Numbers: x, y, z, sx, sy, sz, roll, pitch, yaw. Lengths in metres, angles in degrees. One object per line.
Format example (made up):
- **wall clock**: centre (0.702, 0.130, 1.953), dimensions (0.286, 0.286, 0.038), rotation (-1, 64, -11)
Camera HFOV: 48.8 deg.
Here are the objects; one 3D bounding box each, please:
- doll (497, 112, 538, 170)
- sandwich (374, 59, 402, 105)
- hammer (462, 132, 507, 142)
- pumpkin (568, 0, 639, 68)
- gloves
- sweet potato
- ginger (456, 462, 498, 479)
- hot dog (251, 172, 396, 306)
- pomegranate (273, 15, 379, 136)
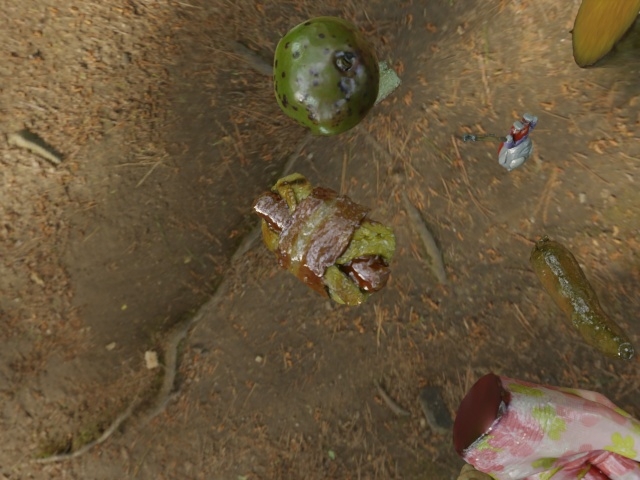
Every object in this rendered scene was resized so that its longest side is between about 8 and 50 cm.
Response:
- **doll**: centre (0.465, -0.225, 1.680), dimensions (0.102, 0.227, 0.075), rotation (-37, 66, -11)
- **sandwich**: centre (0.061, -0.327, 1.656), dimensions (0.258, 0.096, 0.094), rotation (-32, 99, 26)
- **hammer**: centre (0.313, -0.187, 1.298), dimensions (0.062, 0.182, 0.017), rotation (0, 100, -3)
- **pumpkin**: centre (0.215, -0.148, 0.313), dimensions (0.130, 0.254, 0.149), rotation (17, 64, 3)
- **gloves**: centre (0.261, 0.210, 0.681), dimensions (0.241, 0.126, 0.145), rotation (22, 103, -9)
- **sweet potato**: centre (0.425, 0.100, 1.161), dimensions (0.075, 0.273, 0.075), rotation (-10, 135, -10)
- **ginger**: centre (0.116, 0.236, 0.516), dimensions (0.069, 0.173, 0.051), rotation (46, 116, -1)
- **hot dog**: centre (0.000, 0.000, 0.947), dimensions (0.213, 0.103, 0.146), rotation (28, 120, 14)
- **pomegranate**: centre (0.015, -0.315, 1.436), dimensions (0.231, 0.286, 0.231), rotation (-1, 80, 4)
